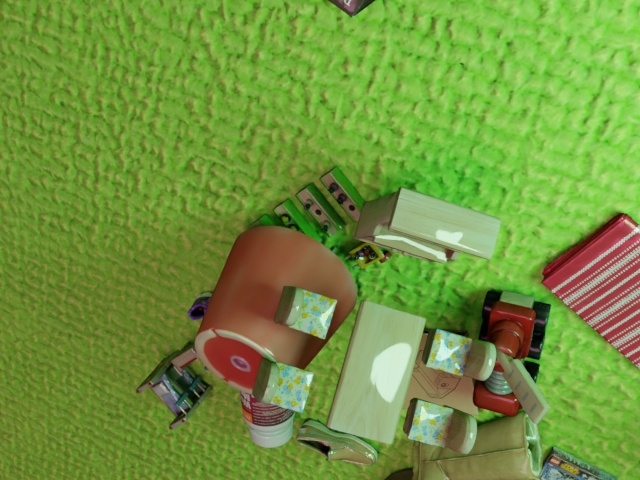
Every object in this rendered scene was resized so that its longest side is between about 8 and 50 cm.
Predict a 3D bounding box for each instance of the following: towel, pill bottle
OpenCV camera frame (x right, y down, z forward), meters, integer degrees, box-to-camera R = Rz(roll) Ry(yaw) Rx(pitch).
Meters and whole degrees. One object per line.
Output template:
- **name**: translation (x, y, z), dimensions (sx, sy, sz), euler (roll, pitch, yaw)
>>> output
- **towel**: translation (0.543, 0.095, 1.426), dimensions (0.275, 0.031, 0.199), euler (41, 126, -5)
- **pill bottle**: translation (-0.117, 0.344, 1.837), dimensions (0.121, 0.121, 0.221), euler (10, 122, 20)

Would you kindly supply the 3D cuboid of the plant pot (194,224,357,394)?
- **plant pot**: translation (-0.100, 0.148, 1.596), dimensions (0.275, 0.243, 0.275), euler (19, 142, 15)

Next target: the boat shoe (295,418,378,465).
- **boat shoe**: translation (0.034, 0.473, 1.874), dimensions (0.190, 0.072, 0.068), euler (16, 125, 16)

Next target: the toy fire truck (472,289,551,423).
- **toy fire truck**: translation (0.340, 0.240, 1.474), dimensions (0.158, 0.246, 0.217), euler (13, 124, 19)

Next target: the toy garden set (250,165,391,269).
- **toy garden set**: translation (0.000, 0.000, 1.616), dimensions (0.244, 0.049, 0.204), euler (-32, 102, 36)

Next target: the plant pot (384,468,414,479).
- **plant pot**: translation (0.217, 0.675, 1.812), dimensions (0.263, 0.229, 0.263), euler (12, 124, 18)

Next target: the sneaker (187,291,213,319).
- **sneaker**: translation (-0.215, 0.144, 1.794), dimensions (0.170, 0.071, 0.068), euler (-20, 109, 33)

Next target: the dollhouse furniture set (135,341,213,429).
- **dollhouse furniture set**: translation (-0.303, 0.324, 1.909), dimensions (0.184, 0.129, 0.129), euler (-34, 101, 36)

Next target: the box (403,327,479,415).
- **box**: translation (0.230, 0.266, 1.685), dimensions (0.164, 0.021, 0.201), euler (1, 118, 25)

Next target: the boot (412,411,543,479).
- **boot**: translation (0.313, 0.479, 1.666), dimensions (0.269, 0.236, 0.089), euler (-20, 152, 35)

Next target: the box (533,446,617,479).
- **box**: translation (0.514, 0.483, 1.677), dimensions (0.137, 0.027, 0.094), euler (26, 128, 9)

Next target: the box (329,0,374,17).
- **box**: translation (0.058, -0.476, 1.222), dimensions (0.168, 0.167, 0.203), euler (36, 128, 2)

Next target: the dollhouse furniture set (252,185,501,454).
- **dollhouse furniture set**: translation (0.125, 0.135, 1.370), dimensions (0.362, 0.256, 0.394), euler (17, 83, -10)
